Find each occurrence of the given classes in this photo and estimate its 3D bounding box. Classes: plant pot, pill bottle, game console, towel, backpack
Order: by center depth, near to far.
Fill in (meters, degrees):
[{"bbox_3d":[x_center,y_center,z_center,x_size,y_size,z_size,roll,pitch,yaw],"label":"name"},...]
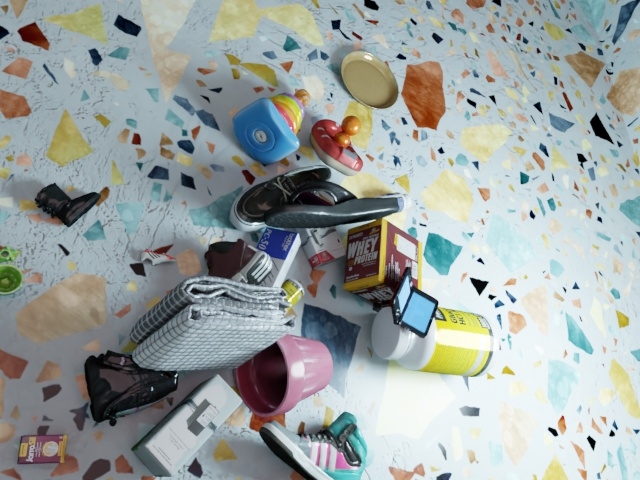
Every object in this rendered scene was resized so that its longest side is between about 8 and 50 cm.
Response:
[{"bbox_3d":[-0.223,0.174,1.152,0.284,0.235,0.121,10,52,-44],"label":"towel"},{"bbox_3d":[-0.402,0.298,1.171,0.182,0.115,0.151,-9,86,-32],"label":"backpack"},{"bbox_3d":[-0.076,0.309,1.316,0.180,0.201,0.201,5,67,-44],"label":"plant pot"},{"bbox_3d":[0.249,0.160,1.427,0.144,0.085,0.124,-58,145,-42],"label":"game console"},{"bbox_3d":[-0.101,0.158,1.431,0.065,0.065,0.116,48,55,-4],"label":"pill bottle"},{"bbox_3d":[0.321,0.280,1.545,0.334,0.188,0.187,12,64,-25],"label":"pill bottle"},{"bbox_3d":[0.229,-0.118,1.734,0.120,0.067,0.067,-11,76,-32],"label":"pill bottle"},{"bbox_3d":[0.168,-0.553,1.905,0.237,0.032,0.236,11,65,-25],"label":"plant pot"}]

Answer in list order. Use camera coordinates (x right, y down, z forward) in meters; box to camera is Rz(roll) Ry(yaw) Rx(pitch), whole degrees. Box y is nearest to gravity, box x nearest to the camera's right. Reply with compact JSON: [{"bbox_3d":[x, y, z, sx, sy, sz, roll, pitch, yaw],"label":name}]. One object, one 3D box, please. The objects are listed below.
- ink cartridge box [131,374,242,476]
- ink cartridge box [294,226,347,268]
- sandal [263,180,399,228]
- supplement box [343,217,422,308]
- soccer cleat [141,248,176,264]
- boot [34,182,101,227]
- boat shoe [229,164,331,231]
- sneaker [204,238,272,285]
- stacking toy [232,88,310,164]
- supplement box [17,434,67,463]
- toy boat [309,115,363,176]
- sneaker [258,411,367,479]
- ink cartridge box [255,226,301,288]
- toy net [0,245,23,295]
[{"bbox_3d":[-0.286,0.397,1.173,0.087,0.153,0.208,49,54,-2],"label":"ink cartridge box"},{"bbox_3d":[0.000,0.000,1.560,0.099,0.056,0.135,-19,80,-34],"label":"ink cartridge box"},{"bbox_3d":[0.024,-0.100,1.487,0.446,0.168,0.106,-6,80,-41],"label":"sandal"},{"bbox_3d":[0.182,0.070,1.558,0.194,0.129,0.191,28,57,-38],"label":"supplement box"},{"bbox_3d":[-0.397,0.046,1.334,0.083,0.029,0.035,17,71,-19],"label":"soccer cleat"},{"bbox_3d":[-0.591,-0.097,1.275,0.099,0.045,0.121,40,56,-5],"label":"boot"},{"bbox_3d":[-0.107,-0.139,1.519,0.335,0.119,0.121,-35,89,-35],"label":"boat shoe"},{"bbox_3d":[-0.264,0.107,1.355,0.281,0.106,0.162,-44,58,-14],"label":"sneaker"},{"bbox_3d":[-0.109,-0.375,1.615,0.175,0.166,0.301,53,42,-19],"label":"stacking toy"},{"bbox_3d":[-0.550,0.413,1.081,0.083,0.043,0.054,8,68,-26],"label":"supplement box"},{"bbox_3d":[0.065,-0.306,1.629,0.151,0.151,0.231,25,22,-28],"label":"toy boat"},{"bbox_3d":[0.005,0.479,1.317,0.295,0.124,0.178,44,60,-16],"label":"sneaker"},{"bbox_3d":[-0.135,0.063,1.435,0.097,0.046,0.207,11,56,19],"label":"ink cartridge box"},{"bbox_3d":[-0.742,0.072,1.114,0.232,0.045,0.122,-9,75,-32],"label":"toy net"}]
